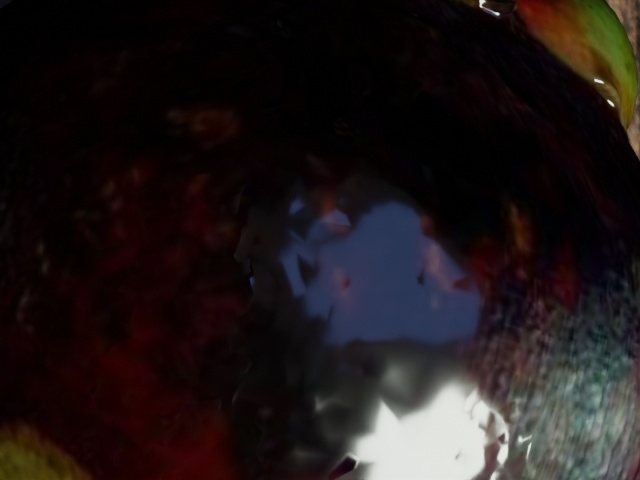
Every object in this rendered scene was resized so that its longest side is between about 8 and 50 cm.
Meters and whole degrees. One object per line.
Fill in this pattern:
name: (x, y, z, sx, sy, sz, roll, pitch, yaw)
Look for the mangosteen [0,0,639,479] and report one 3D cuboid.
mangosteen: (0.000, 0.000, 0.559, 0.306, 0.306, 0.359, 24, 104, -25)
